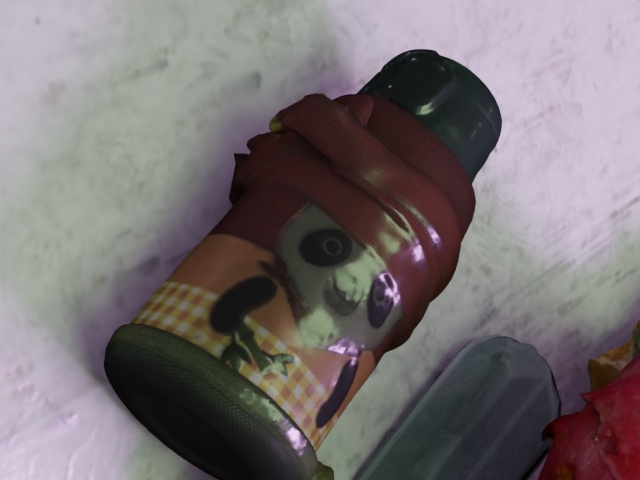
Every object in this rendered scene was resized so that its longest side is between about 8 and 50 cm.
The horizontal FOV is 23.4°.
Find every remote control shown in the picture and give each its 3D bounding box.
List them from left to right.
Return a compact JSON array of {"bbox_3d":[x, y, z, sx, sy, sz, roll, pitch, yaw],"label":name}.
[{"bbox_3d":[0.081,0.167,1.033,0.247,0.052,0.104,-50,125,-25],"label":"remote control"}]

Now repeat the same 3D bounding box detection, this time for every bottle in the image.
[{"bbox_3d":[0.000,0.000,0.872,0.271,0.143,0.156,-53,153,-23],"label":"bottle"}]

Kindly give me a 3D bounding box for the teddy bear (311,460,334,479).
[{"bbox_3d":[-0.044,0.279,0.854,0.256,0.156,0.267,-25,72,-41],"label":"teddy bear"}]

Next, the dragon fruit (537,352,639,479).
[{"bbox_3d":[0.243,0.253,0.967,0.249,0.386,0.371,-33,111,9],"label":"dragon fruit"}]

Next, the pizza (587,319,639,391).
[{"bbox_3d":[0.296,0.120,1.212,0.289,0.081,0.229,46,70,-38],"label":"pizza"}]
